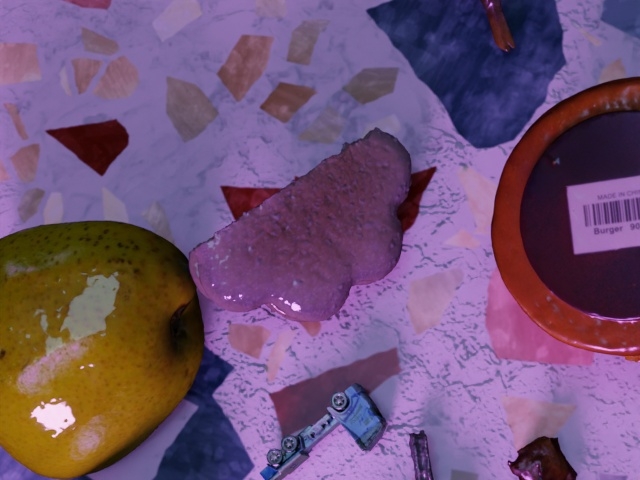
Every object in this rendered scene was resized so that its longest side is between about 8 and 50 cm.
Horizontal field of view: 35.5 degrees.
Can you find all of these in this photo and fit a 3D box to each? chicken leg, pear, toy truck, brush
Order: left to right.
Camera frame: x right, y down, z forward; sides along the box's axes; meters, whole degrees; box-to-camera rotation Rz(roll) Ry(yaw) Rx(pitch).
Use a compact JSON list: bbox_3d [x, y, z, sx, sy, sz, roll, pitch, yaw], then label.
[{"bbox_3d":[-0.307,0.111,1.334,0.318,0.238,0.342,-27,71,14],"label":"pear"},{"bbox_3d":[0.005,0.267,1.302,0.175,0.067,0.081,-40,71,1],"label":"toy truck"},{"bbox_3d":[0.145,0.396,1.233,0.051,0.070,0.323,-9,73,7],"label":"brush"},{"bbox_3d":[0.265,0.388,1.205,0.113,0.093,0.304,10,69,-2],"label":"chicken leg"}]

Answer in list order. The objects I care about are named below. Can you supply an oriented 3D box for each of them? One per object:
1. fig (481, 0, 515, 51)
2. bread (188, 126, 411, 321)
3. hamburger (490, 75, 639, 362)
[{"bbox_3d":[0.222,-0.441,1.363,0.286,0.286,0.369,-19,96,8],"label":"fig"},{"bbox_3d":[-0.003,-0.001,1.329,0.337,0.102,0.183,-33,96,-17],"label":"bread"},{"bbox_3d":[0.376,-0.019,1.179,0.330,0.250,0.330,-1,88,31],"label":"hamburger"}]
